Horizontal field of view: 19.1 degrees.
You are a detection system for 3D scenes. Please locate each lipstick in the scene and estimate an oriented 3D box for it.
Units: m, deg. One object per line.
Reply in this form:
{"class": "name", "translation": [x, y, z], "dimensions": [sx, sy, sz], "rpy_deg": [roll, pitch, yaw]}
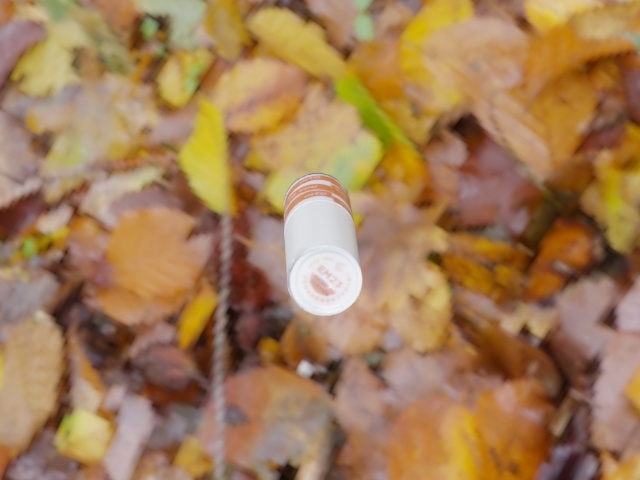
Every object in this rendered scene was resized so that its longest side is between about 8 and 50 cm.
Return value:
{"class": "lipstick", "translation": [0.000, 0.000, 1.000], "dimensions": [0.038, 0.038, 0.131], "rpy_deg": [-47, 13, 13]}
